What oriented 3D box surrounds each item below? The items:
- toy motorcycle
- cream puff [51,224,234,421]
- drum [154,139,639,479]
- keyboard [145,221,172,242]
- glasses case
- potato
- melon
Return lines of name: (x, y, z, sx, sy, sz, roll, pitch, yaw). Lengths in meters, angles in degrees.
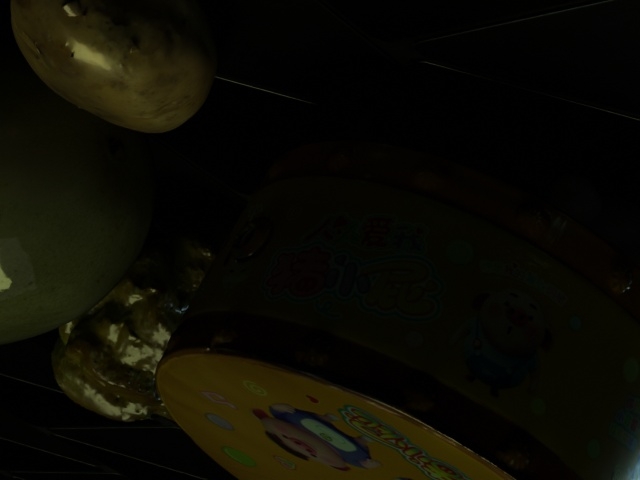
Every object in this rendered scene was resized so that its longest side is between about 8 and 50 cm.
toy motorcycle: (0.235, 0.009, 1.575, 0.260, 0.110, 0.171, -4, 138, 33)
cream puff: (-0.156, 0.086, 1.899, 0.244, 0.196, 0.244, 3, 154, 1)
drum: (0.087, 0.116, 1.548, 0.431, 0.214, 0.431, 25, 158, 11)
keyboard: (-0.157, 0.009, 1.985, 0.129, 0.015, 0.049, 32, 154, -30)
glasses case: (0.079, -0.015, 1.665, 0.131, 0.074, 0.323, 15, 158, 3)
potato: (-0.152, -0.158, 1.461, 0.161, 0.128, 0.235, 21, 169, 39)
melon: (-0.305, -0.040, 1.643, 0.330, 0.268, 0.268, -16, 142, 33)
